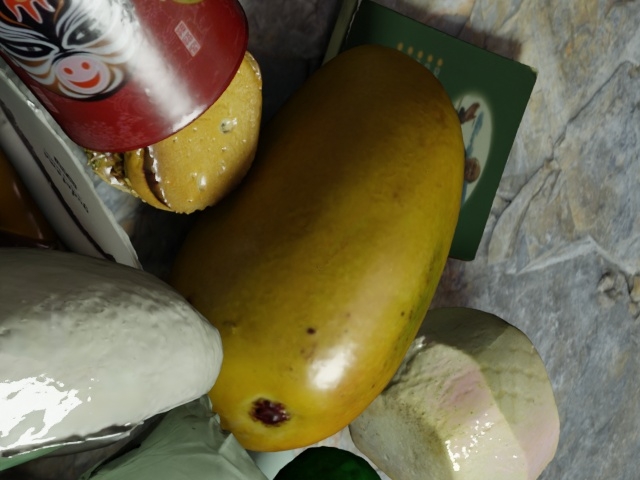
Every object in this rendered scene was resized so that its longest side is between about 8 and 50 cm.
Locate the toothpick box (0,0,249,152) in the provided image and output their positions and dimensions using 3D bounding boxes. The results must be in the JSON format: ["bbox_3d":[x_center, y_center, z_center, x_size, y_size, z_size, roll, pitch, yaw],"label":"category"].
[{"bbox_3d":[-0.221,-0.252,1.435,0.204,0.204,0.333,-55,139,-19],"label":"toothpick box"}]

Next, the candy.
[{"bbox_3d":[-0.282,0.108,1.378,0.427,0.386,0.186,-3,77,-36],"label":"candy"}]

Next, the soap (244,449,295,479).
[{"bbox_3d":[-0.096,0.332,1.906,0.160,0.087,0.265,-30,126,-39],"label":"soap"}]

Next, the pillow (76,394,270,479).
[{"bbox_3d":[-0.133,0.302,1.499,0.310,0.283,0.138,-31,165,-35],"label":"pillow"}]

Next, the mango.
[{"bbox_3d":[0.000,0.000,1.734,0.232,0.300,0.446,33,71,-26],"label":"mango"}]

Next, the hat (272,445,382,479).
[{"bbox_3d":[-0.066,0.406,1.702,0.400,0.285,0.285,-41,143,14],"label":"hat"}]

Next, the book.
[{"bbox_3d":[0.107,-0.124,2.011,0.371,0.043,0.260,15,95,-50],"label":"book"}]

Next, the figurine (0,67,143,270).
[{"bbox_3d":[-0.283,-0.024,1.552,0.141,0.166,0.250,-31,107,6],"label":"figurine"}]

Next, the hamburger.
[{"bbox_3d":[-0.141,-0.128,1.648,0.182,0.118,0.191,14,96,-55],"label":"hamburger"}]

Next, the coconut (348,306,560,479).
[{"bbox_3d":[0.160,0.195,2.034,0.259,0.259,0.259,-22,121,-44],"label":"coconut"}]
